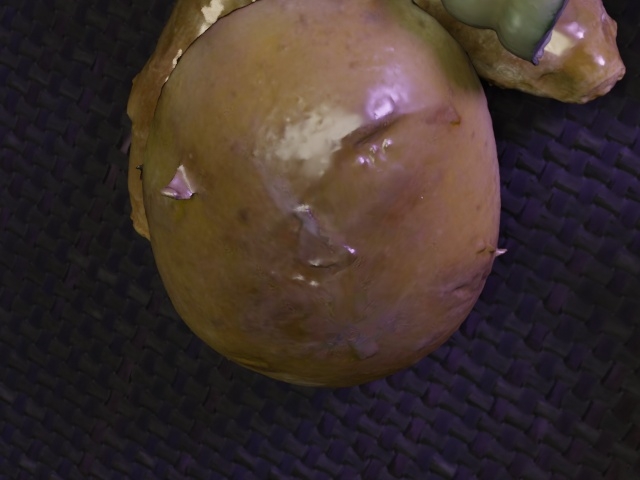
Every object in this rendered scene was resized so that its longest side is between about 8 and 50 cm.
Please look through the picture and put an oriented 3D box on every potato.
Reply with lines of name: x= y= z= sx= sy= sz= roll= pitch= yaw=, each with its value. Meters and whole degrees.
potato: x=0.000 y=0.000 z=0.591 sx=0.239 sy=0.116 sz=0.299 roll=1 pitch=126 yaw=0

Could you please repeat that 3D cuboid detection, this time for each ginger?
ginger: x=-0.022 y=-0.190 z=0.664 sx=0.363 sy=0.122 sz=0.348 roll=-25 pitch=86 yaw=23

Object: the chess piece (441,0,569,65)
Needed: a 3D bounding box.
chess piece: x=0.047 y=-0.213 z=0.529 sx=0.243 sy=0.133 sz=0.133 roll=30 pitch=103 yaw=8
